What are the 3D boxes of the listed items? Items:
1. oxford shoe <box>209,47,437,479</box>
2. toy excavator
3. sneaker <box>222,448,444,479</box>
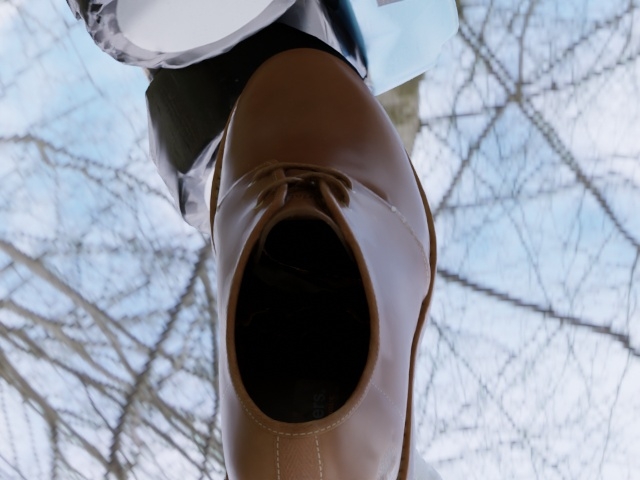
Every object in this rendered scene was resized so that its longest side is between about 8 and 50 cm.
[{"bbox_3d":[0.000,0.000,0.575,0.076,0.076,0.212,-6,-136,1],"label":"oxford shoe"},{"bbox_3d":[0.055,-0.266,0.786,0.445,0.433,0.222,-29,-119,-4],"label":"toy excavator"},{"bbox_3d":[0.011,0.200,0.731,0.169,0.108,0.292,36,-133,-10],"label":"sneaker"}]
